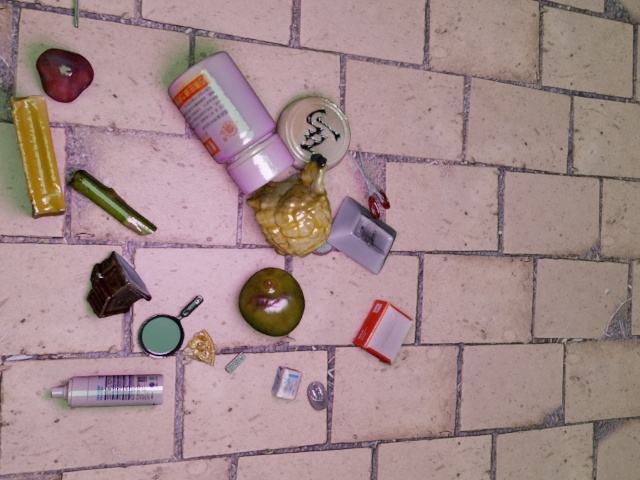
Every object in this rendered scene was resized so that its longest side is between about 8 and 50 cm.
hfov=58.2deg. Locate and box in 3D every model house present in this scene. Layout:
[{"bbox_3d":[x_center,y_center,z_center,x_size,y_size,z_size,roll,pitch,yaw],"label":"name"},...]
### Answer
[{"bbox_3d":[-0.606,0.138,1.669,0.152,0.106,0.165,-37,66,-5],"label":"model house"}]

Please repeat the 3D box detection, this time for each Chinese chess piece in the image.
[{"bbox_3d":[-0.023,-0.344,1.875,0.251,0.101,0.250,0,89,-21],"label":"Chinese chess piece"}]

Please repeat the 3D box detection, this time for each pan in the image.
[{"bbox_3d":[-0.447,0.255,1.753,0.235,0.028,0.136,-44,105,-12],"label":"pan"}]

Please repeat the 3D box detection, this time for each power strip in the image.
[{"bbox_3d":[-0.268,0.386,1.825,0.083,0.017,0.027,-45,106,-13],"label":"power strip"}]

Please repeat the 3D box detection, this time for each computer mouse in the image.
[{"bbox_3d":[-0.006,0.518,1.909,0.066,0.039,0.096,-17,95,-20],"label":"computer mouse"}]

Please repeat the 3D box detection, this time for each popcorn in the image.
[{"bbox_3d":[-0.086,-0.089,1.778,0.293,0.293,0.237,-51,146,-13],"label":"popcorn"}]

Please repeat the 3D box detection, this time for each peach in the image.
[{"bbox_3d":[-0.708,-0.458,1.599,0.152,0.152,0.152,0,90,-20],"label":"peach"}]

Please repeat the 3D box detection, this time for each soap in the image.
[{"bbox_3d":[-0.762,-0.219,1.553,0.091,0.199,0.314,-11,91,-27],"label":"soap"}]

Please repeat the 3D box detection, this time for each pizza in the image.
[{"bbox_3d":[-0.381,0.344,1.779,0.109,0.026,0.122,-16,96,-17],"label":"pizza"}]

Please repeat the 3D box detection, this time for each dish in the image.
[{"bbox_3d":[0.158,-0.017,1.927,0.243,0.080,0.181,34,71,-23],"label":"dish"}]

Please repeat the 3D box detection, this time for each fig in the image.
[{"bbox_3d":[-0.149,0.205,1.797,0.203,0.203,0.225,-30,142,-18],"label":"fig"}]

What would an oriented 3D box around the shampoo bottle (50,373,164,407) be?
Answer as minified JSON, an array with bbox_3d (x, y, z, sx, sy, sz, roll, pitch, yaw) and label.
[{"bbox_3d":[-0.612,0.435,1.659,0.304,0.092,0.092,3,89,-20],"label":"shampoo bottle"}]

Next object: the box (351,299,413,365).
[{"bbox_3d":[0.211,0.311,1.961,0.133,0.099,0.182,33,77,-20],"label":"box"}]

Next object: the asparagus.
[{"bbox_3d":[-0.603,-0.101,1.683,0.278,0.060,0.067,42,57,-15],"label":"asparagus"}]

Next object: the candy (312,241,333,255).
[{"bbox_3d":[0.000,0.000,1.912,0.103,0.043,0.103,0,91,-23],"label":"candy"}]

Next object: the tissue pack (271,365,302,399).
[{"bbox_3d":[-0.108,0.460,1.861,0.074,0.059,0.094,20,83,-22],"label":"tissue pack"}]

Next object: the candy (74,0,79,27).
[{"bbox_3d":[-0.701,-0.747,1.653,0.077,0.073,0.261,3,96,-2],"label":"candy"}]

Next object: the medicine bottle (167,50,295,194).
[{"bbox_3d":[-0.260,-0.346,1.725,0.219,0.219,0.388,-39,103,-16],"label":"medicine bottle"}]

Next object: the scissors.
[{"bbox_3d":[0.161,-0.200,1.940,0.247,0.017,0.144,64,33,-11],"label":"scissors"}]
